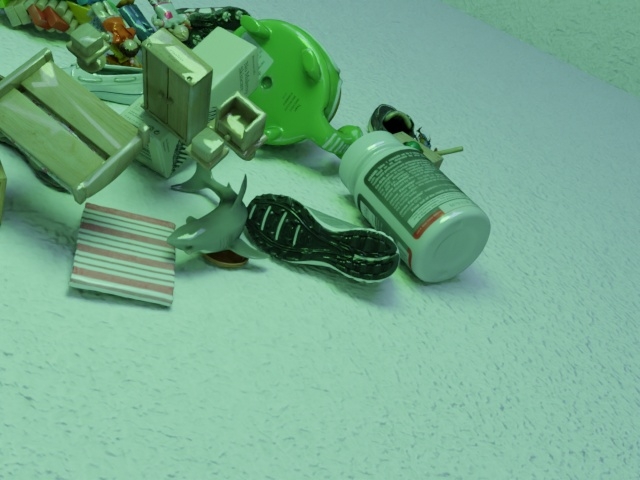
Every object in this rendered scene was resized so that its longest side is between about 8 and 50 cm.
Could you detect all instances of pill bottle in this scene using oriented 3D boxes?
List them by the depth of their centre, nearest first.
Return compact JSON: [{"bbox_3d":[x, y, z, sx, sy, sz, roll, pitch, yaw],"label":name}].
[{"bbox_3d":[0.162,-0.071,1.379,0.161,0.161,0.283,-4,40,-35],"label":"pill bottle"}]

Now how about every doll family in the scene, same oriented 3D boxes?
[{"bbox_3d":[-0.391,-0.436,1.617,0.163,0.118,0.263,57,39,-5],"label":"doll family"}]

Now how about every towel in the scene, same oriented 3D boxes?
[{"bbox_3d":[-0.283,0.020,1.099,0.144,0.029,0.197,14,33,-19],"label":"towel"}]

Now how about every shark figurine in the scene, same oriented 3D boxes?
[{"bbox_3d":[-0.150,-0.069,1.212,0.166,0.116,0.278,14,28,-15],"label":"shark figurine"}]

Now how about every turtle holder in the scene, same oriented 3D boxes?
[{"bbox_3d":[-0.046,-0.309,1.535,0.320,0.244,0.227,17,13,20],"label":"turtle holder"}]

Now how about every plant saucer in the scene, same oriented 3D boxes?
[{"bbox_3d":[-0.152,0.016,1.195,0.083,0.013,0.084,15,33,-10],"label":"plant saucer"}]

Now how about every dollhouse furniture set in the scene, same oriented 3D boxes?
[{"bbox_3d":[-0.306,-0.121,1.106,0.303,0.174,0.355,39,64,8],"label":"dollhouse furniture set"}]

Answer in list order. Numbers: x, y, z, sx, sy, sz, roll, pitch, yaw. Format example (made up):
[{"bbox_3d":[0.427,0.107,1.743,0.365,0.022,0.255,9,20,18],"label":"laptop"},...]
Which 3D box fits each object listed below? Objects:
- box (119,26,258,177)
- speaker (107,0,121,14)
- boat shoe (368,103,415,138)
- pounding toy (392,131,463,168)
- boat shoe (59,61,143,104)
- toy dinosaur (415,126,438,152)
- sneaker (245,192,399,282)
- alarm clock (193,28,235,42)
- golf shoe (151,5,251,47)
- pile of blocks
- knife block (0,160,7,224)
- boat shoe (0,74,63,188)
[{"bbox_3d":[-0.227,-0.248,1.348,0.094,0.113,0.275,31,63,16],"label":"box"},{"bbox_3d":[-0.583,-0.589,1.735,0.296,0.131,0.131,-6,41,-37],"label":"speaker"},{"bbox_3d":[0.169,-0.250,1.719,0.102,0.092,0.285,17,32,-8],"label":"boat shoe"},{"bbox_3d":[0.191,-0.153,1.541,0.130,0.141,0.100,37,34,22],"label":"pounding toy"},{"bbox_3d":[-0.447,-0.320,1.458,0.226,0.076,0.083,1,37,-31],"label":"boat shoe"},{"bbox_3d":[0.253,-0.229,1.793,0.082,0.047,0.090,52,28,12],"label":"toy dinosaur"},{"bbox_3d":[0.000,0.001,1.257,0.271,0.100,0.108,21,2,8],"label":"sneaker"},{"bbox_3d":[-0.199,-0.430,1.787,0.192,0.064,0.129,36,39,15],"label":"alarm clock"},{"bbox_3d":[-0.285,-0.541,1.872,0.120,0.105,0.272,34,32,32],"label":"golf shoe"},{"bbox_3d":[-0.597,-0.507,1.579,0.361,0.149,0.113,13,32,-16],"label":"pile of blocks"},{"bbox_3d":[-0.541,-0.153,1.138,0.275,0.088,0.242,24,32,3],"label":"knife block"},{"bbox_3d":[-0.470,-0.212,1.243,0.324,0.117,0.123,34,33,18],"label":"boat shoe"}]
